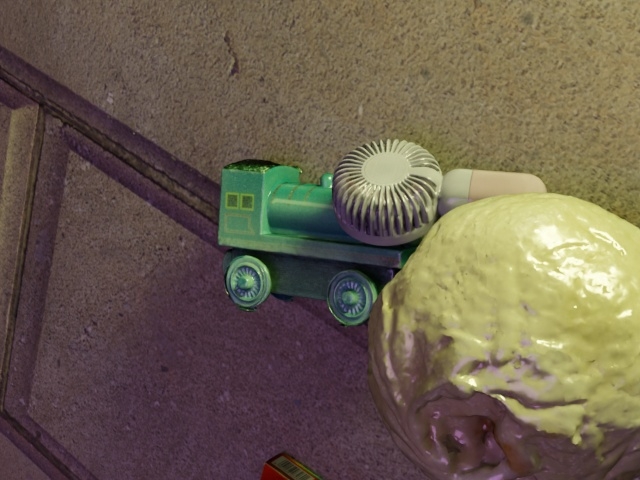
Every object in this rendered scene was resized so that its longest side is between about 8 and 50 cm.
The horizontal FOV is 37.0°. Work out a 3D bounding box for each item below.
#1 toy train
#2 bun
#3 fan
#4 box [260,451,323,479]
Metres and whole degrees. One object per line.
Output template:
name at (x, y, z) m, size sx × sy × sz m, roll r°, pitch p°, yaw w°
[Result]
toy train at (0.000, 0.000, 1.221) m, size 0.298 × 0.120 × 0.194 m, roll 7°, pitch 97°, yaw 31°
bun at (0.209, 0.134, 0.982) m, size 0.352 × 0.227 × 0.349 m, roll 12°, pitch 125°, yaw 18°
fan at (0.133, -0.051, 1.087) m, size 0.244 × 0.130 × 0.074 m, roll 6°, pitch 139°, yaw 14°
box at (-0.015, 0.403, 1.395) m, size 0.175 × 0.048 × 0.112 m, roll 30°, pitch 118°, yaw 28°
